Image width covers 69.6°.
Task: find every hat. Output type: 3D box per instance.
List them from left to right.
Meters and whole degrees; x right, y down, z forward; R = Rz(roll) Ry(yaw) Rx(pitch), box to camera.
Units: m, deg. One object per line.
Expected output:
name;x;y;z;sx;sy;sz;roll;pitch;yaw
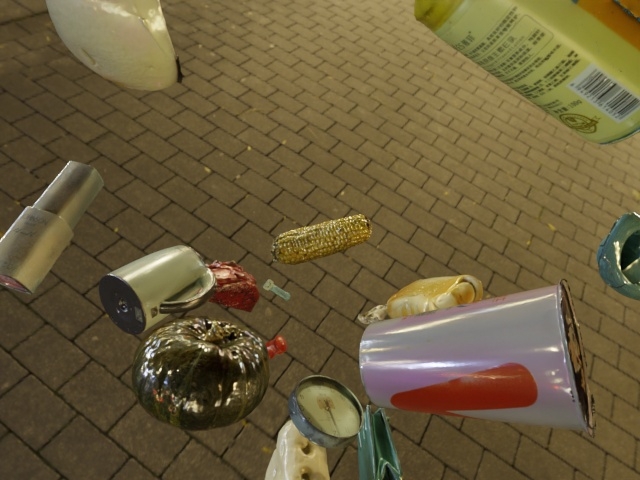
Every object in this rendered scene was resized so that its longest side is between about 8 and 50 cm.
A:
hat;0.582;0.032;0.878;0.191;0.078;0.138;42;79;-16

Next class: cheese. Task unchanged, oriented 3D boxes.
cheese;-0.076;0.714;1.447;0.173;0.248;0.251;12;46;-20

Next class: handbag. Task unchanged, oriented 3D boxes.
handbag;0.188;0.718;1.498;0.100;0.269;0.274;3;36;-4

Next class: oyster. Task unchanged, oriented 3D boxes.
oyster;0.247;0.317;1.854;0.190;0.081;0.163;13;31;6

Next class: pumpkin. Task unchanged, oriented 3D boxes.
pumpkin;-0.189;0.206;0.751;0.223;0.157;0.224;16;11;-3

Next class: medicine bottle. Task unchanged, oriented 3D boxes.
medicine bottle;0.198;-0.194;0.406;0.238;0.124;0.124;31;48;-9

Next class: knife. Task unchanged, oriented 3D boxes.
knife;-0.107;0.128;1.165;0.027;0.096;0.010;-54;42;-4

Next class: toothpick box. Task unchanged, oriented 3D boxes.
toothpick box;-0.127;0.278;1.178;0.047;0.083;0.047;43;29;-31

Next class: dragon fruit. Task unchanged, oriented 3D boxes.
dragon fruit;-0.362;0.142;1.825;0.317;0.152;0.205;28;22;-55

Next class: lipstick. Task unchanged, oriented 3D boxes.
lipstick;-0.496;-0.032;0.841;0.078;0.077;0.253;15;60;6

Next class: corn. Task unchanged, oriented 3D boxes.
corn;0.000;0.000;1.378;0.317;0.115;0.115;-13;49;15

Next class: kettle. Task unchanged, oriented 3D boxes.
kettle;-0.387;0.120;1.165;0.221;0.161;0.236;18;29;25

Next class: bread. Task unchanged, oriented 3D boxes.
bread;0.299;0.173;1.230;0.172;0.311;0.121;-34;94;-18

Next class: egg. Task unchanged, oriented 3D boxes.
egg;-0.403;-0.441;0.867;0.200;0.337;0.337;-23;61;-15

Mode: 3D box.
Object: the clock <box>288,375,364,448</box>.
clock;0.017;0.484;1.318;0.225;0.049;0.226;21;24;-10

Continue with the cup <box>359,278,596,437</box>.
cup;0.214;0.172;0.661;0.288;0.203;0.203;-11;39;31
